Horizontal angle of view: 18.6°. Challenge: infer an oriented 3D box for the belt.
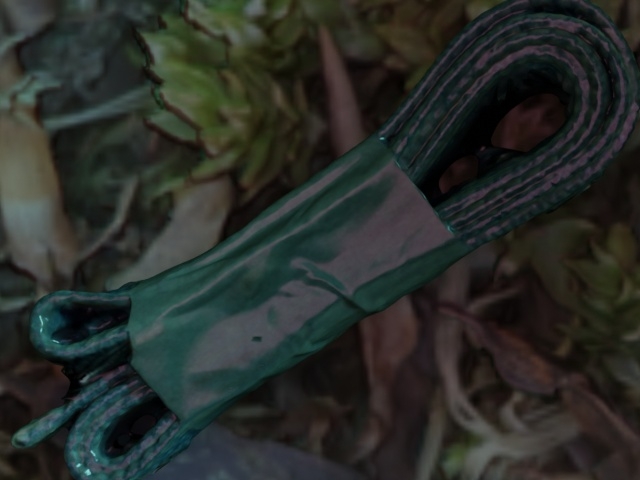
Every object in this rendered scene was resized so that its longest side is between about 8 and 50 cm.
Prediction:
[{"bbox_3d":[0.000,0.000,0.822,0.302,0.072,0.087,-33,91,0],"label":"belt"}]
